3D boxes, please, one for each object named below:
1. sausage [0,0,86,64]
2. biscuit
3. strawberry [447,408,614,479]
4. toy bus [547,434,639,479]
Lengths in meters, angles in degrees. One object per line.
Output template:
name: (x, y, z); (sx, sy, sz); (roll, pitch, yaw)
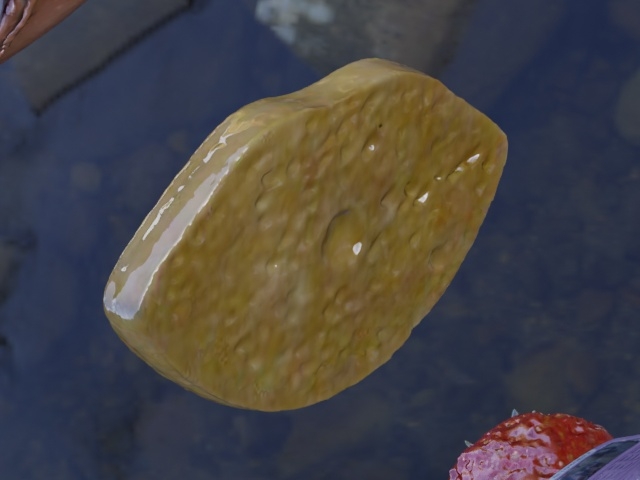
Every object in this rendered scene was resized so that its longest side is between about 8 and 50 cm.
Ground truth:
sausage: (-0.120, -0.101, 0.705); (0.327, 0.079, 0.087); (-35, 95, 13)
biscuit: (0.000, 0.000, 0.778); (0.029, 0.221, 0.142); (22, 128, 40)
strawberry: (0.164, 0.182, 1.294); (0.187, 0.147, 0.082); (-105, 21, -52)
toy bus: (0.191, 0.202, 0.977); (0.108, 0.096, 0.199); (-12, 103, 53)
